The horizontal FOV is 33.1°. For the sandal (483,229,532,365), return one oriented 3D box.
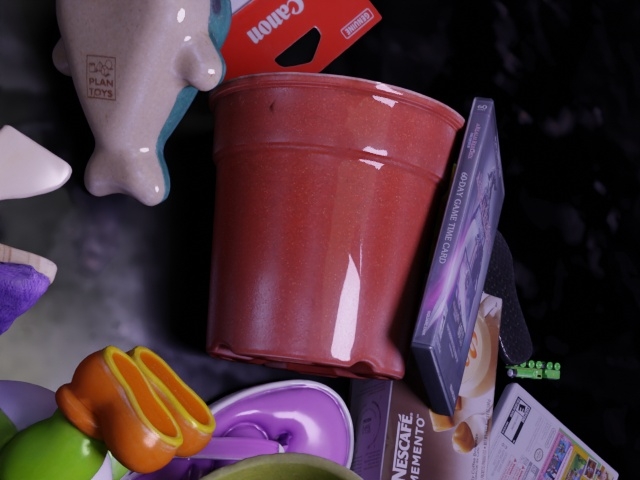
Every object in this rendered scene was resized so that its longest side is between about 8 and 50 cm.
[{"bbox_3d":[0.209,0.067,1.318,0.067,0.040,0.179,-14,89,-32],"label":"sandal"}]

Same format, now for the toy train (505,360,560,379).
[{"bbox_3d":[0.264,0.161,1.336,0.083,0.017,0.023,8,84,-28],"label":"toy train"}]

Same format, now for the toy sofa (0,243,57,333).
[{"bbox_3d":[-0.332,0.092,0.802,0.177,0.362,0.150,23,66,-18],"label":"toy sofa"}]

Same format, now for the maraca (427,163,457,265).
[{"bbox_3d":[0.107,-0.027,1.252,0.186,0.099,0.127,-16,74,-9],"label":"maraca"}]

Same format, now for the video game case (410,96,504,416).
[{"bbox_3d":[0.146,0.021,1.104,0.026,0.196,0.274,10,65,18],"label":"video game case"}]

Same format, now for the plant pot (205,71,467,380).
[{"bbox_3d":[0.000,0.000,1.097,0.273,0.272,0.265,13,79,-27],"label":"plant pot"}]

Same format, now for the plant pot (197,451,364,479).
[{"bbox_3d":[-0.011,0.367,0.930,0.276,0.276,0.254,-59,137,-28],"label":"plant pot"}]

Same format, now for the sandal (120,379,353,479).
[{"bbox_3d":[-0.119,0.263,1.030,0.416,0.102,0.169,-24,90,-31],"label":"sandal"}]

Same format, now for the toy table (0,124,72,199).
[{"bbox_3d":[-0.364,-0.069,0.912,0.274,0.252,0.160,37,77,-30],"label":"toy table"}]

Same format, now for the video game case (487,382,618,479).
[{"bbox_3d":[0.251,0.311,1.284,0.193,0.023,0.212,41,59,-14],"label":"video game case"}]

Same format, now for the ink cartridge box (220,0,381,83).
[{"bbox_3d":[-0.065,-0.296,1.244,0.239,0.060,0.275,50,58,-8],"label":"ink cartridge box"}]

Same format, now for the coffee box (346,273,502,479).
[{"bbox_3d":[0.111,0.171,1.194,0.141,0.098,0.246,19,68,-25],"label":"coffee box"}]

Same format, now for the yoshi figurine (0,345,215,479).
[{"bbox_3d":[-0.239,0.257,0.846,0.362,0.203,0.203,-40,121,4],"label":"yoshi figurine"}]

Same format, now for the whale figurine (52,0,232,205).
[{"bbox_3d":[-0.171,-0.175,1.085,0.141,0.216,0.271,-9,105,-57],"label":"whale figurine"}]
